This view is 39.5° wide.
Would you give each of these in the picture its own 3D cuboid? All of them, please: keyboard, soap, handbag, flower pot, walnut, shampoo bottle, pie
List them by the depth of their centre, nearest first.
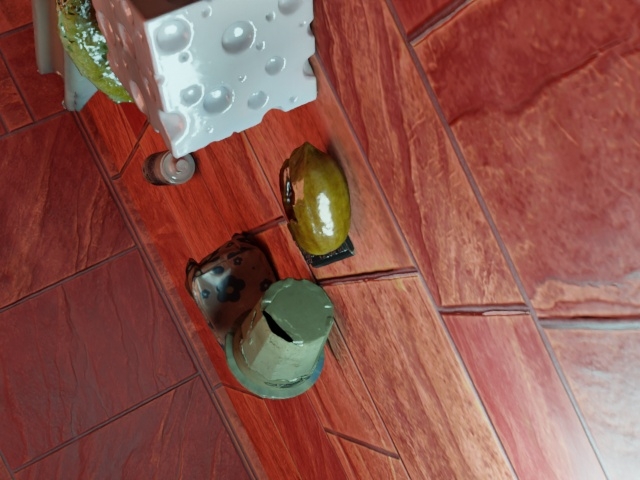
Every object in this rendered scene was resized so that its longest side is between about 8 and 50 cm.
[{"bbox_3d":[-0.009,-0.065,1.368,0.116,0.115,0.207,46,155,43],"label":"walnut"},{"bbox_3d":[-0.273,-0.363,1.424,0.371,0.296,0.078,88,169,-46],"label":"pie"},{"bbox_3d":[0.000,0.000,1.564,0.094,0.025,0.230,61,162,-1],"label":"keyboard"},{"bbox_3d":[-0.395,-0.424,1.666,0.159,0.257,0.302,48,148,15],"label":"soap"},{"bbox_3d":[-0.074,0.181,1.754,0.212,0.212,0.203,57,153,20],"label":"flower pot"},{"bbox_3d":[-0.193,0.121,2.027,0.252,0.190,0.193,66,173,-23],"label":"handbag"},{"bbox_3d":[-0.382,-0.185,2.257,0.092,0.092,0.303,67,161,-10],"label":"shampoo bottle"}]

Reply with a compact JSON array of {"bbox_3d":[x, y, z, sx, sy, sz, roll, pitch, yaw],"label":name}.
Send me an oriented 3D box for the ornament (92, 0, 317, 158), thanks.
[{"bbox_3d":[-0.167,-0.311,1.252,0.239,0.239,0.240,52,159,34],"label":"ornament"}]
